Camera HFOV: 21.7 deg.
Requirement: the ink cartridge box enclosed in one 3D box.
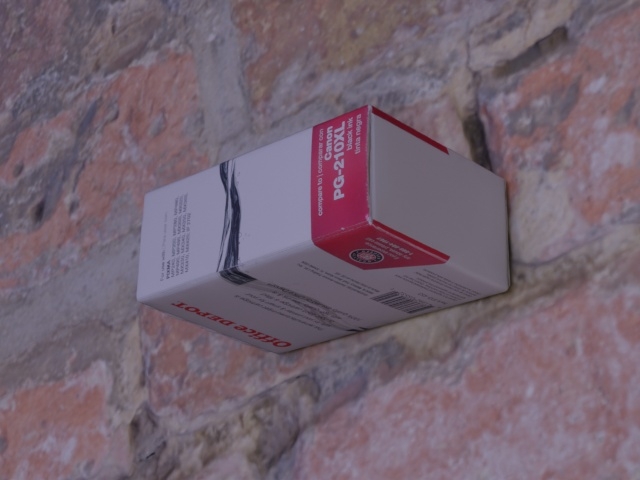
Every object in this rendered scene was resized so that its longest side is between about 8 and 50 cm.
[{"bbox_3d":[0.000,0.000,1.284,0.237,0.172,0.100,-18,61,37],"label":"ink cartridge box"}]
